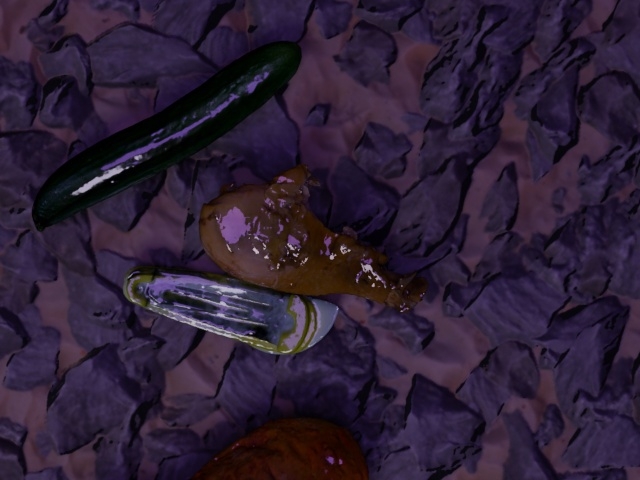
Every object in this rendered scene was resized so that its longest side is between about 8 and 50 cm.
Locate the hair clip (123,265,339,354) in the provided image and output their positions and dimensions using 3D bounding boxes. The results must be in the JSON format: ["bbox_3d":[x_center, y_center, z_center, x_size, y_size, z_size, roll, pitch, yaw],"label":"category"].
[{"bbox_3d":[-0.081,0.060,0.632,0.188,0.033,0.060,15,92,-2],"label":"hair clip"}]

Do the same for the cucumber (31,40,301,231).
[{"bbox_3d":[-0.136,-0.091,0.625,0.284,0.056,0.056,-32,90,0],"label":"cucumber"}]

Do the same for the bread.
[{"bbox_3d":[-0.077,0.247,0.581,0.269,0.095,0.139,-26,79,-17],"label":"bread"}]

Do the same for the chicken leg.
[{"bbox_3d":[-0.001,0.003,0.615,0.208,0.085,0.101,21,75,-9],"label":"chicken leg"}]
